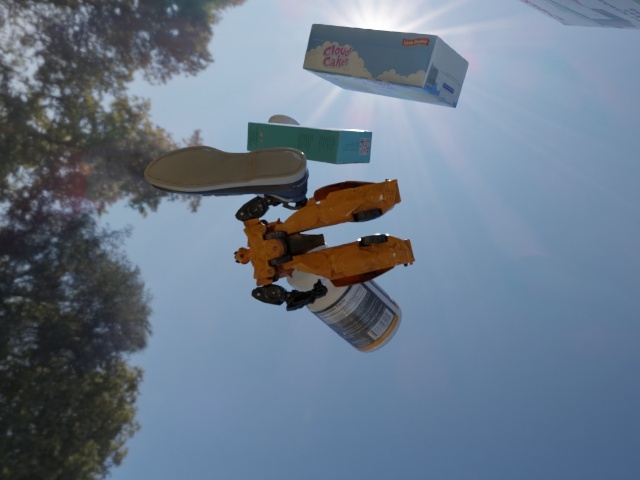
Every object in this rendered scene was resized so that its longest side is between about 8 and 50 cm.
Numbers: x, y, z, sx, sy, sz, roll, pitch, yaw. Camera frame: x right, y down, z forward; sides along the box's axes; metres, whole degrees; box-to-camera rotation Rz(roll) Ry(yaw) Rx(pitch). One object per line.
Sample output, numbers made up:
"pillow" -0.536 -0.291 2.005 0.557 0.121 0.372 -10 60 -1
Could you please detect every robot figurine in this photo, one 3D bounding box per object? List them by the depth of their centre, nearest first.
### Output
"robot figurine" 0.000 0.000 0.846 0.291 0.085 0.211 -12 -93 4

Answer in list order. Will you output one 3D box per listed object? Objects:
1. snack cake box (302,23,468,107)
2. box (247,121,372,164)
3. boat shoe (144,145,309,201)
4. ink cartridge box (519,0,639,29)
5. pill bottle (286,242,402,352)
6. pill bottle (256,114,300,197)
"snack cake box" 0.117 -0.324 0.934 0.264 0.152 0.089 22 -77 34
"box" -0.027 -0.191 0.977 0.244 0.100 0.060 15 -72 39
"boat shoe" -0.115 -0.072 0.627 0.206 0.065 0.075 0 -127 8
"ink cartridge box" 0.197 -0.253 0.377 0.278 0.201 0.117 -90 -156 -66
"pill bottle" 0.058 0.138 1.233 0.162 0.278 0.162 -38 -156 20
"pill bottle" -0.123 -0.227 1.359 0.119 0.119 0.208 -10 -124 46
